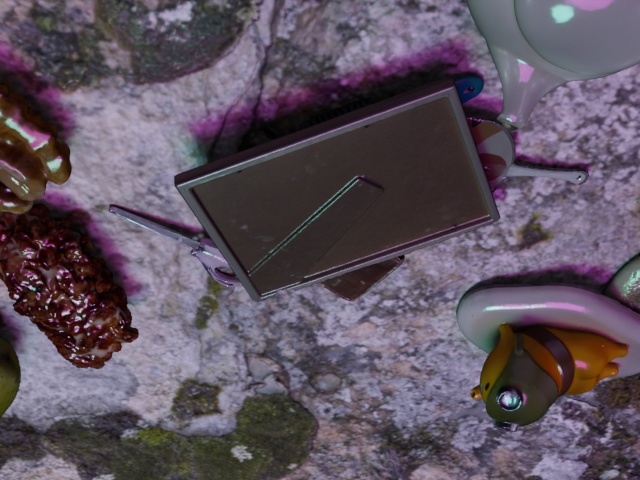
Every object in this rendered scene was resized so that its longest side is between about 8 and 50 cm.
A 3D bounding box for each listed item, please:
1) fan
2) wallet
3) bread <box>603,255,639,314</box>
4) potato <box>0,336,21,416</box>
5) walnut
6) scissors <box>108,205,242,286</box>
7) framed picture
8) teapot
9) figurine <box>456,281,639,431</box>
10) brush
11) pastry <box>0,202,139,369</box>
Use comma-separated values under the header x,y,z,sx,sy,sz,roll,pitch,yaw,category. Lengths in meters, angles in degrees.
x,y,z,sx,sy,sz,roll,pitch,yaw,category
0.175,-0.077,1.119,0.227,0.008,0.152,3,142,-11,fan
0.000,0.000,1.185,0.176,0.026,0.095,32,121,-27,wallet
0.426,0.047,1.241,0.193,0.036,0.112,-8,132,4,bread
-0.474,0.176,1.255,0.248,0.143,0.169,-16,170,6,potato
-0.332,-0.100,1.047,0.143,0.069,0.170,-31,129,22,walnut
-0.146,0.002,1.180,0.189,0.015,0.100,23,144,-17,scissors
0.026,-0.041,1.102,0.290,0.020,0.211,-19,137,9,framed picture
0.283,-0.221,0.905,0.318,0.149,0.220,-7,135,6,teapot
0.279,0.153,1.242,0.250,0.141,0.166,7,138,2,figurine
0.068,-0.132,1.065,0.193,0.032,0.043,-20,141,0,brush
-0.286,0.053,1.179,0.115,0.097,0.208,-22,129,4,pastry
